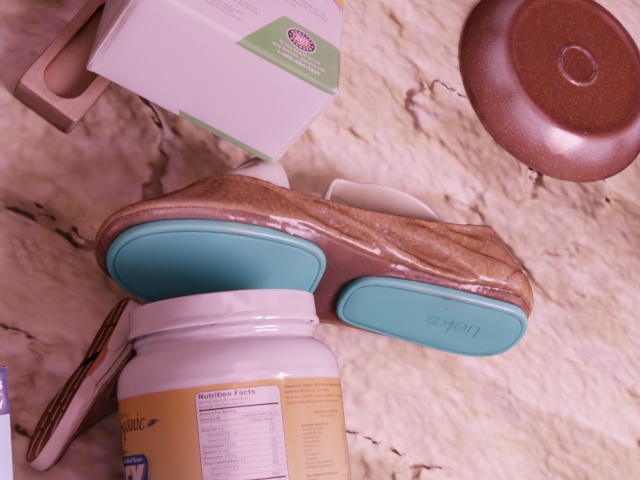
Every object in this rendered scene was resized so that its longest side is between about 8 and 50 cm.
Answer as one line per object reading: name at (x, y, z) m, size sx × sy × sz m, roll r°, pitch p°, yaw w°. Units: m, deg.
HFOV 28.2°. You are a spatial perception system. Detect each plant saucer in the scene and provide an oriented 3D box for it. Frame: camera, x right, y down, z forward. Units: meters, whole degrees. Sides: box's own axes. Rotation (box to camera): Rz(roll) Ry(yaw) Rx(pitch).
plant saucer at (0.219, -0.149, 1.123) m, size 0.199 × 0.036 × 0.198 m, roll 9°, pitch 67°, yaw -22°

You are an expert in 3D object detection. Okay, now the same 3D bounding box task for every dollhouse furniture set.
dollhouse furniture set at (-0.201, -0.174, 0.894) m, size 0.151 × 0.123 × 0.144 m, roll 37°, pitch 60°, yaw -7°

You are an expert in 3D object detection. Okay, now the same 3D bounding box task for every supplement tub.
supplement tub at (-0.054, 0.139, 0.813) m, size 0.144 × 0.144 × 0.199 m, roll -2°, pitch 78°, yaw -25°

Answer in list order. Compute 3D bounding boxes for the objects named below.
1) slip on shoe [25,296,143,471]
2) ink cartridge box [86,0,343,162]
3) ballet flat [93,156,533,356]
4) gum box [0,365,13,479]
slip on shoe at (-0.148, 0.101, 0.857) m, size 0.041 × 0.051 × 0.135 m, roll 40°, pitch 53°, yaw -19°
ink cartridge box at (-0.067, -0.182, 0.932) m, size 0.154 × 0.093 × 0.212 m, roll 26°, pitch 43°, yaw -22°
ballet flat at (0.000, 0.000, 0.935) m, size 0.343 × 0.116 × 0.124 m, roll 10°, pitch 46°, yaw -21°
gum box at (-0.237, 0.165, 0.672) m, size 0.157 × 0.041 × 0.184 m, roll -3°, pitch 90°, yaw -47°
